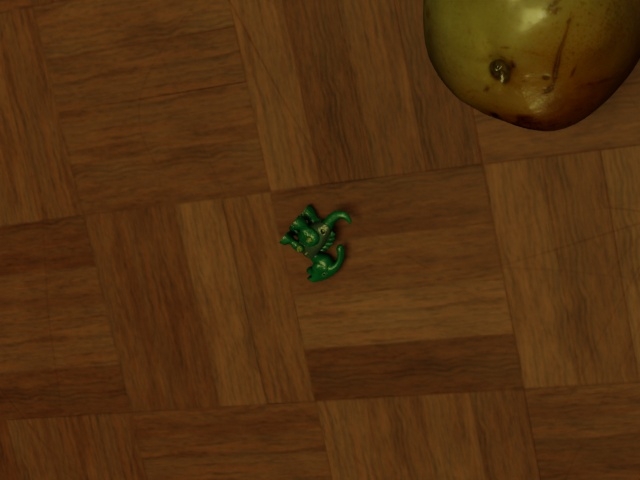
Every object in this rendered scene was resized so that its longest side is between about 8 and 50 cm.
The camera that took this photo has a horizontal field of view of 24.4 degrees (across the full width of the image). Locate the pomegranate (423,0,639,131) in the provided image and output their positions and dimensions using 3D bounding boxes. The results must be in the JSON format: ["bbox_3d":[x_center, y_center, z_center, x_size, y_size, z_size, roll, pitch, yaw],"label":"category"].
[{"bbox_3d":[0.270,-0.296,1.830,0.319,0.319,0.319,7,108,22],"label":"pomegranate"}]

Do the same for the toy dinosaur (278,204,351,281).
[{"bbox_3d":[0.000,0.000,2.169,0.096,0.059,0.132,39,125,-1],"label":"toy dinosaur"}]
